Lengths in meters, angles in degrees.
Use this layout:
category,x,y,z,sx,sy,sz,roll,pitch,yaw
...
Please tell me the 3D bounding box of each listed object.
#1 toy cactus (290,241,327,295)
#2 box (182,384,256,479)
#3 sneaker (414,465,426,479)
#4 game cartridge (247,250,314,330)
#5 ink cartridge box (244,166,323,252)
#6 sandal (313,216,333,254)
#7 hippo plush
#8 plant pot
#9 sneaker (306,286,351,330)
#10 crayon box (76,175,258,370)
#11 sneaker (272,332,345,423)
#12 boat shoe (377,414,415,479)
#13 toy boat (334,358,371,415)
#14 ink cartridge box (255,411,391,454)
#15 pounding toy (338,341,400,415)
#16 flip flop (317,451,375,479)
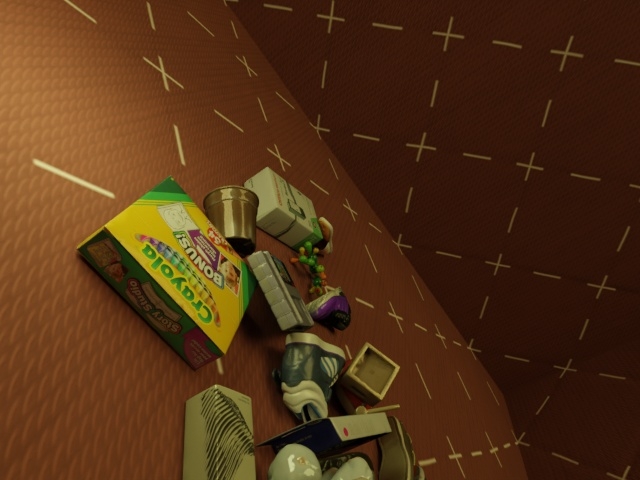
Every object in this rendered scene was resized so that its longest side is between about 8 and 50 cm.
category,x,y,z,sx,sy,sz,roll,pitch,yaw
toy cactus,-0.027,0.119,1.749,0.218,0.112,0.180,65,2,26
box,-0.190,0.426,0.877,0.113,0.094,0.275,39,26,-41
sneaker,0.314,0.841,1.395,0.180,0.125,0.321,57,20,1
game cartridge,-0.105,0.156,1.374,0.355,0.068,0.230,59,8,-77
ink cartridge box,-0.138,-0.111,1.759,0.289,0.122,0.211,34,31,-48
sandal,-0.007,-0.008,1.917,0.102,0.076,0.265,45,-19,20
hippo plush,-0.042,0.553,0.961,0.237,0.234,0.294,35,67,-10
plant pot,-0.256,-0.043,1.353,0.167,0.167,0.165,33,39,-49
sneaker,0.048,0.259,1.672,0.146,0.102,0.293,61,20,6
crayon box,-0.323,0.062,1.089,0.363,0.106,0.313,52,20,-17
sneaker,-0.017,0.410,1.311,0.323,0.130,0.236,51,35,-56
boat shoe,0.248,0.704,1.466,0.096,0.117,0.324,48,16,-17
toy boat,0.146,0.471,1.512,0.151,0.151,0.231,55,20,-6
ink cartridge box,0.024,0.491,1.160,0.371,0.176,0.069,29,35,-53
pounding toy,0.147,0.447,1.383,0.181,0.094,0.206,36,54,7
flip flop,0.041,0.604,1.187,0.277,0.080,0.112,17,58,-39
